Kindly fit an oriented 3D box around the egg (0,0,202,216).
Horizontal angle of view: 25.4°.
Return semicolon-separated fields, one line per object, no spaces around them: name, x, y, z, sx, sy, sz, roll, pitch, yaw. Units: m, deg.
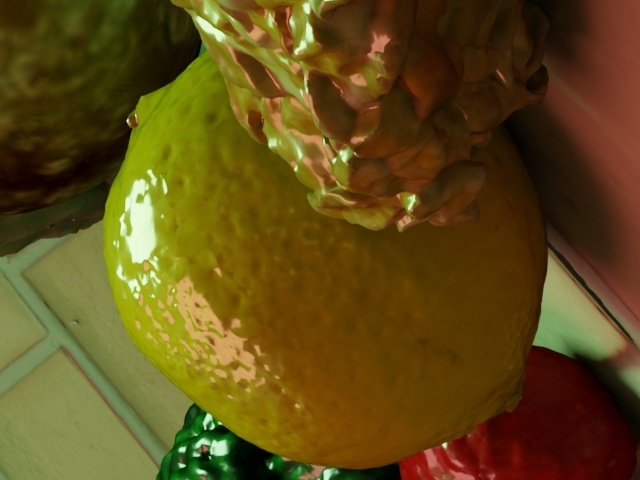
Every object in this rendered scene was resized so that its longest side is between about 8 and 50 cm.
egg;-0.174;-0.134;0.757;0.289;0.238;0.238;-11;120;53

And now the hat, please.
hat;0.045;0.167;0.811;0.274;0.242;0.332;56;147;7

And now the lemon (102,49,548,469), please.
lemon;0.006;0.003;0.591;0.203;0.178;0.178;39;172;-3

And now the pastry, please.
pastry;0.004;-0.097;0.401;0.154;0.102;0.250;46;170;25

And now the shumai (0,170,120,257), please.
shumai;-0.231;-0.115;1.031;0.309;0.263;0.304;53;170;-12

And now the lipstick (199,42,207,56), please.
lipstick;0.000;0.000;0.949;0.304;0.076;0.076;56;170;-25
